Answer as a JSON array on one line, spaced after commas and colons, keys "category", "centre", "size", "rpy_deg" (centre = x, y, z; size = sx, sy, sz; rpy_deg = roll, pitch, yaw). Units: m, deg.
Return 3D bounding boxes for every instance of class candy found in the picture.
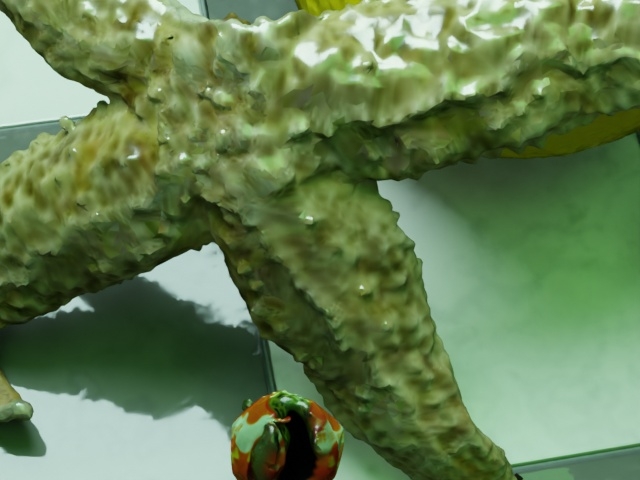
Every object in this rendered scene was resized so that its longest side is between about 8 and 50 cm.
[{"category": "candy", "centre": [-0.028, 0.163, 0.756], "size": [0.056, 0.049, 0.184], "rpy_deg": [11, 102, 4]}]

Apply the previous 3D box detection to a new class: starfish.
[{"category": "starfish", "centre": [0.000, 0.000, 0.744], "size": [0.432, 0.324, 0.082], "rpy_deg": [8, 27, 5]}]

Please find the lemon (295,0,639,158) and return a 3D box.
[{"category": "lemon", "centre": [0.112, -0.177, 0.818], "size": [0.293, 0.293, 0.293], "rpy_deg": [2, 67, -4]}]
